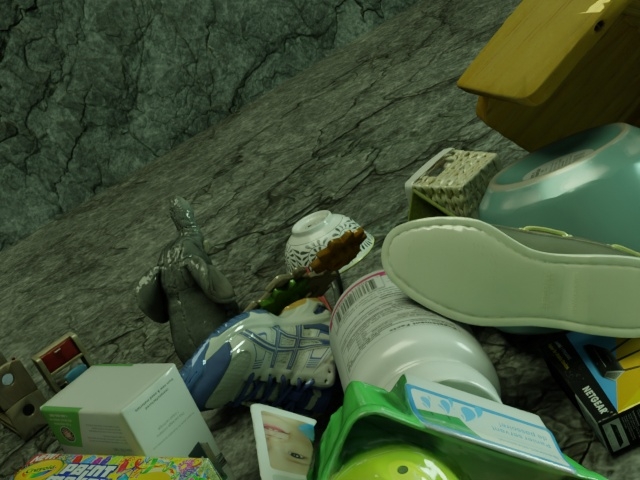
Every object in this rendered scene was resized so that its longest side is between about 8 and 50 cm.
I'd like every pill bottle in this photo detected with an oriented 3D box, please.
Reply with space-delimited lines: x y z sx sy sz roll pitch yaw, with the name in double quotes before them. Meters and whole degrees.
"pill bottle" 0.102 0.148 1.092 0.160 0.160 0.283 -26 19 3

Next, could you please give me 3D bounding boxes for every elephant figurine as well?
"elephant figurine" -0.205 0.075 1.562 0.169 0.239 0.186 -33 20 -18

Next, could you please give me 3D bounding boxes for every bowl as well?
"bowl" 0.317 -0.033 1.209 0.312 0.163 0.311 -25 9 4
"bowl" 0.000 0.000 1.735 0.170 0.080 0.170 -24 20 9

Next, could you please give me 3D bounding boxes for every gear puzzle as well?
"gear puzzle" -0.047 0.104 1.358 0.339 0.044 0.175 -47 -20 21

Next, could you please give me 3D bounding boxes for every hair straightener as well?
"hair straightener" 0.035 0.076 1.541 0.089 0.047 0.230 -27 19 0

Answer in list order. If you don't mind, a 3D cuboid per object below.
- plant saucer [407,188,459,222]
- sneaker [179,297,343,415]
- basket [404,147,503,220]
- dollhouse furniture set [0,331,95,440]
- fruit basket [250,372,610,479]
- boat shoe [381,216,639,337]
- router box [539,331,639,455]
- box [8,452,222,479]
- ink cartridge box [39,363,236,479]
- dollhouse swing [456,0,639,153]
"plant saucer" 0.158 0.042 1.323 0.045 0.188 0.188 3 14 -14
"sneaker" -0.045 0.154 1.206 0.296 0.131 0.112 -18 -33 -52
"basket" 0.211 -0.036 1.430 0.103 0.167 0.113 4 35 45
"dollhouse furniture set" -0.478 0.222 1.711 0.184 0.129 0.129 -37 21 -26
"fruit basket" 0.120 0.231 0.687 0.353 0.327 0.165 -129 60 -73
"boat shoe" 0.217 0.038 1.063 0.305 0.109 0.091 10 8 20
"router box" 0.316 0.132 1.026 0.133 0.046 0.179 -26 19 2
"box" -0.246 0.364 0.972 0.290 0.177 0.279 -10 24 40
"ink cartridge box" -0.190 0.252 1.122 0.160 0.219 0.092 -6 26 44
"dollhouse swing" 0.434 -0.163 1.253 0.315 0.347 0.305 -51 46 17
